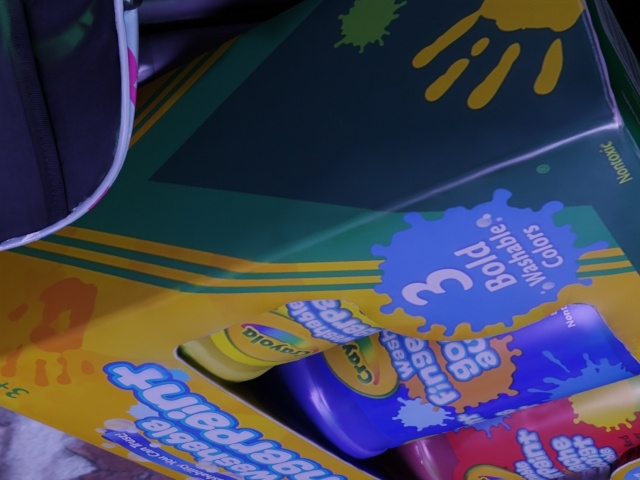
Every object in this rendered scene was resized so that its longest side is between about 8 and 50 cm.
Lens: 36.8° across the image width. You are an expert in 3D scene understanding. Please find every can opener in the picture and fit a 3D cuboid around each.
[{"bbox_3d":[-0.104,-0.119,0.589,0.283,0.076,0.095,-11,173,-18],"label":"can opener"}]

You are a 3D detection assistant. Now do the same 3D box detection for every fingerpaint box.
[{"bbox_3d":[0.071,0.055,0.629,0.371,0.163,0.445,-21,142,24],"label":"fingerpaint box"}]

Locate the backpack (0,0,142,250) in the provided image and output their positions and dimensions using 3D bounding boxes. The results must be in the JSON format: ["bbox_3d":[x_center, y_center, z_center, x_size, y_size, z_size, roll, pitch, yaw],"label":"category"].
[{"bbox_3d":[-0.192,-0.116,0.414,0.225,0.191,0.253,-10,126,-13],"label":"backpack"}]

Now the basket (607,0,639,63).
[{"bbox_3d":[0.262,-0.175,0.640,0.227,0.154,0.204,-5,144,-30],"label":"basket"}]
